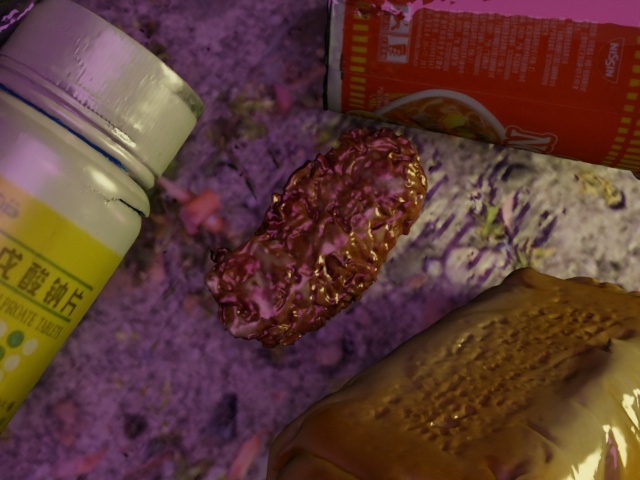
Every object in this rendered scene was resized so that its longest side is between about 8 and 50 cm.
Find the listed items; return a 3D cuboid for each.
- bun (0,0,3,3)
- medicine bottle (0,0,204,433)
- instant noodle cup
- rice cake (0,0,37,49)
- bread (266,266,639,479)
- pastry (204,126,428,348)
[{"bbox_3d":[-0.246,-0.204,0.669,0.239,0.141,0.239,-11,50,13],"label":"bun"},{"bbox_3d":[-0.190,-0.009,0.669,0.143,0.143,0.258,33,81,-2],"label":"medicine bottle"},{"bbox_3d":[0.111,-0.139,0.701,0.212,0.193,0.193,5,84,3],"label":"instant noodle cup"},{"bbox_3d":[-0.269,-0.098,0.723,0.211,0.034,0.043,-42,87,-8],"label":"rice cake"},{"bbox_3d":[0.101,0.117,0.632,0.311,0.173,0.121,-26,125,-42],"label":"bread"},{"bbox_3d":[0.002,0.002,0.731,0.169,0.063,0.087,-43,81,-3],"label":"pastry"}]
